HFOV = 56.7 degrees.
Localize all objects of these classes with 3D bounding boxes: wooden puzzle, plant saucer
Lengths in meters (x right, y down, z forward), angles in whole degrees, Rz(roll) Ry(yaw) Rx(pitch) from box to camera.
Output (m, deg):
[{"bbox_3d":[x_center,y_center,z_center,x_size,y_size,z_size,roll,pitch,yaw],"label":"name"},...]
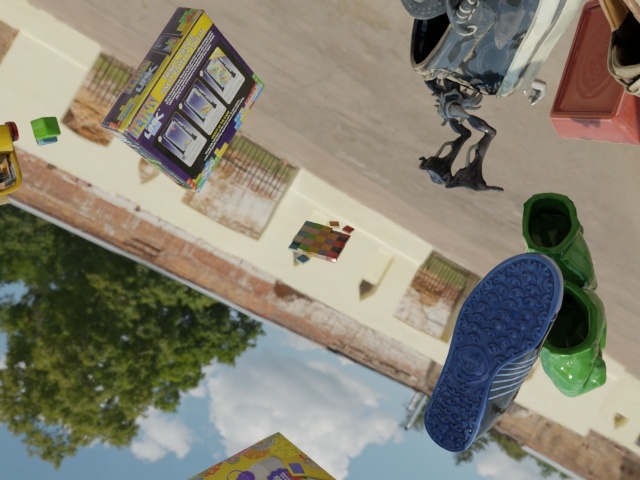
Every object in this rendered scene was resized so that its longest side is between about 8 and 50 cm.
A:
[{"bbox_3d":[0.000,0.000,0.588,0.049,0.006,0.083,16,-143,13],"label":"wooden puzzle"},{"bbox_3d":[0.467,-0.292,0.960,0.048,0.258,0.259,12,-169,-8],"label":"plant saucer"}]

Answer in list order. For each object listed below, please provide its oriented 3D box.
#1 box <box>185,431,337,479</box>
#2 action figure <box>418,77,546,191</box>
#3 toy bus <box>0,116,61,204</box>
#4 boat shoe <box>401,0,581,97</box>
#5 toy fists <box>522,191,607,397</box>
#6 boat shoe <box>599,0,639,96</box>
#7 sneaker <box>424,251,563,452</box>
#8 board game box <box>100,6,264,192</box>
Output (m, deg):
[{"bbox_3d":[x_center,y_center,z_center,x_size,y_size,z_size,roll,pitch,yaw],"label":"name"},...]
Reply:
[{"bbox_3d":[-0.024,0.426,0.648,0.177,0.279,0.290,-18,-154,-36],"label":"box"},{"bbox_3d":[0.224,-0.214,0.867,0.141,0.275,0.164,-1,-169,-26],"label":"action figure"},{"bbox_3d":[-0.462,-0.097,0.809,0.191,0.104,0.202,-12,-171,11],"label":"toy bus"},{"bbox_3d":[0.138,-0.258,0.498,0.156,0.186,0.500,7,174,10],"label":"boat shoe"},{"bbox_3d":[0.337,0.072,0.818,0.096,0.279,0.142,-7,143,18],"label":"toy fists"},{"bbox_3d":[0.413,-0.235,0.732,0.324,0.116,0.123,49,-169,-33],"label":"boat shoe"},{"bbox_3d":[0.180,0.108,0.606,0.081,0.232,0.090,35,-153,26],"label":"sneaker"},{"bbox_3d":[-0.158,-0.164,0.714,0.048,0.170,0.141,21,166,36],"label":"board game box"}]
